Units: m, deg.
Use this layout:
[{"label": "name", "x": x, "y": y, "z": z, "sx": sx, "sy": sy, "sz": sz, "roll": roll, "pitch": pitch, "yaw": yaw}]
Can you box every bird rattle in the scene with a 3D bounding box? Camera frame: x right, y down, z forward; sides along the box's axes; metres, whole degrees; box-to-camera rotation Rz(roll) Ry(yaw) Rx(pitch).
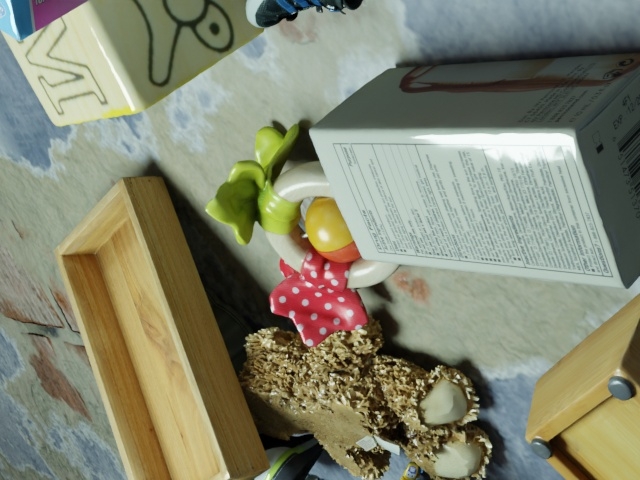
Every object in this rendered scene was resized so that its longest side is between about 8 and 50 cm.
[{"label": "bird rattle", "x": 0.000, "y": 0.000, "z": 1.279, "sx": 0.206, "sy": 0.143, "sz": 0.254, "roll": -14, "pitch": 116, "yaw": 37}]

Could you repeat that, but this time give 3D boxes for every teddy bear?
[{"label": "teddy bear", "x": 0.058, "y": 0.191, "z": 1.432, "sx": 0.338, "sy": 0.113, "sz": 0.245, "roll": -9, "pitch": 125, "yaw": 46}]

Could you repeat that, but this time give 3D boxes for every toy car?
[{"label": "toy car", "x": 0.148, "y": 0.316, "z": 1.478, "sx": 0.122, "sy": 0.060, "sz": 0.041, "roll": 24, "pitch": 108, "yaw": 24}]

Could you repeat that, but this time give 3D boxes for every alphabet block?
[{"label": "alphabet block", "x": -0.211, "y": -0.251, "z": 1.214, "sx": 0.193, "sy": 0.192, "sz": 0.197, "roll": 2, "pitch": 123, "yaw": 52}]

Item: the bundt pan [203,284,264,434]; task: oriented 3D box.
[{"label": "bundt pan", "x": -0.199, "y": 0.209, "z": 1.725, "sx": 0.330, "sy": 0.124, "sz": 0.331, "roll": 32, "pitch": 144, "yaw": 27}]

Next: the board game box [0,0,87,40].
[{"label": "board game box", "x": -0.226, "y": -0.316, "z": 1.046, "sx": 0.242, "sy": 0.316, "sz": 0.064, "roll": 30, "pitch": 143, "yaw": 27}]

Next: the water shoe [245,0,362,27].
[{"label": "water shoe", "x": -0.003, "y": -0.234, "z": 1.085, "sx": 0.080, "sy": 0.073, "sz": 0.203, "roll": 49, "pitch": 148, "yaw": -3}]

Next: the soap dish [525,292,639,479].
[{"label": "soap dish", "x": 0.339, "y": 0.202, "z": 1.070, "sx": 0.291, "sy": 0.118, "sz": 0.229, "roll": 44, "pitch": 147, "yaw": 7}]

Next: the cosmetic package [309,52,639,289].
[{"label": "cosmetic package", "x": 0.151, "y": -0.064, "z": 1.019, "sx": 0.296, "sy": 0.129, "sz": 0.153, "roll": 7, "pitch": 129, "yaw": 47}]

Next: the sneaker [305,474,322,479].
[{"label": "sneaker", "x": 0.006, "y": 0.402, "z": 1.727, "sx": 0.170, "sy": 0.068, "sz": 0.071, "roll": 19, "pitch": 142, "yaw": 38}]

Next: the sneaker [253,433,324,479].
[{"label": "sneaker", "x": -0.058, "y": 0.285, "z": 1.591, "sx": 0.097, "sy": 0.084, "sz": 0.234, "roll": 31, "pitch": 178, "yaw": 10}]

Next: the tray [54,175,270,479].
[{"label": "tray", "x": -0.214, "y": 0.144, "z": 1.531, "sx": 0.203, "sy": 0.076, "sz": 0.411, "roll": -39, "pitch": 64, "yaw": 41}]
